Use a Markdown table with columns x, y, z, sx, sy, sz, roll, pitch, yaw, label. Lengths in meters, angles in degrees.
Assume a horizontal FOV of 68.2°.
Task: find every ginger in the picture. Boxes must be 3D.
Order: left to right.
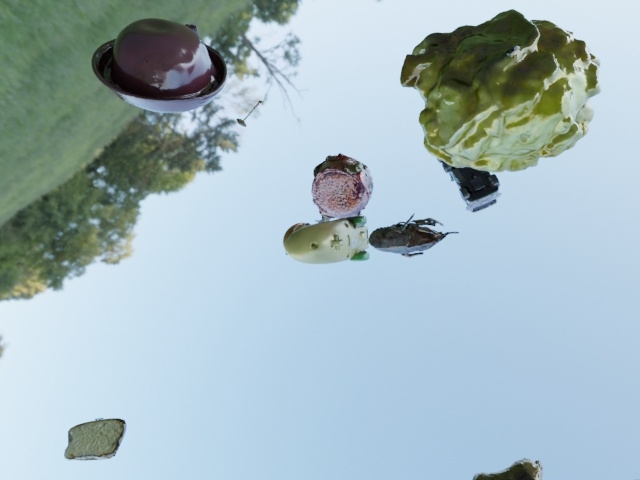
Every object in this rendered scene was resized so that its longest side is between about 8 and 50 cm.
| x | y | z | sx | sy | sz | roll | pitch | yaw | label |
| --- | --- | --- | --- | --- | --- | --- | --- | --- | --- |
| 0.423 | 0.559 | 1.078 | 0.190 | 0.069 | 0.095 | -27 | -152 | 6 | ginger |

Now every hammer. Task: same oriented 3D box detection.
| x | y | z | sx | sy | sz | roll | pitch | yaw | label |
| --- | --- | --- | --- | --- | --- | --- | --- | --- | --- |
| -0.172 | -0.317 | 1.170 | 0.014 | 0.029 | 0.123 | -43 | -165 | 44 | hammer |

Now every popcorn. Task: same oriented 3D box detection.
| x | y | z | sx | sy | sz | roll | pitch | yaw | label |
| --- | --- | --- | --- | --- | --- | --- | --- | --- | --- |
| 0.241 | -0.215 | 0.647 | 0.266 | 0.192 | 0.233 | 25 | -106 | 14 | popcorn |

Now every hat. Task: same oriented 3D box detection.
| x | y | z | sx | sy | sz | roll | pitch | yaw | label |
| --- | --- | --- | --- | --- | --- | --- | --- | --- | --- |
| -0.234 | -0.273 | 0.701 | 0.089 | 0.206 | 0.205 | 106 | -14 | -47 | hat |

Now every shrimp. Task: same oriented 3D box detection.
| x | y | z | sx | sy | sz | roll | pitch | yaw | label |
| --- | --- | --- | --- | --- | --- | --- | --- | --- | --- |
| 0.193 | -0.008 | 0.983 | 0.190 | 0.075 | 0.073 | -9 | -127 | 29 | shrimp |

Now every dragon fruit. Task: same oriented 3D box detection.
| x | y | z | sx | sy | sz | roll | pitch | yaw | label |
| --- | --- | --- | --- | --- | --- | --- | --- | --- | --- |
| 0.069 | -0.180 | 1.563 | 0.282 | 0.211 | 0.147 | -57 | -177 | 46 | dragon fruit |

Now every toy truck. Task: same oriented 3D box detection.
| x | y | z | sx | sy | sz | roll | pitch | yaw | label |
| --- | --- | --- | --- | --- | --- | --- | --- | --- | --- |
| 0.394 | -0.176 | 1.260 | 0.110 | 0.116 | 0.216 | -25 | -122 | 10 | toy truck |

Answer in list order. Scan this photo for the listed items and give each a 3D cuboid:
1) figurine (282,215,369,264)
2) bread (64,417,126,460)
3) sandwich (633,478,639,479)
| x | y | z | sx | sy | sz | roll | pitch | yaw | label |
| --- | --- | --- | --- | --- | --- | --- | --- | --- | --- |
| 0.000 | 0.000 | 1.295 | 0.222 | 0.324 | 0.124 | 1 | -84 | 33 | figurine |
| -0.526 | 0.472 | 1.104 | 0.126 | 0.129 | 0.044 | -127 | -139 | -68 | bread |
| 0.595 | 0.482 | 0.730 | 0.214 | 0.186 | 0.065 | -75 | -179 | -73 | sandwich |
